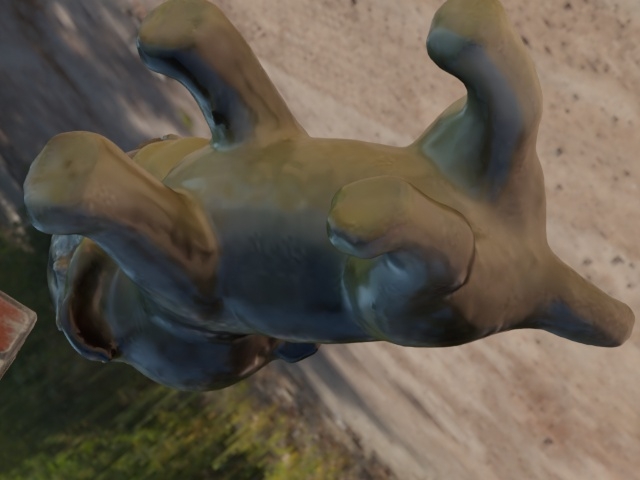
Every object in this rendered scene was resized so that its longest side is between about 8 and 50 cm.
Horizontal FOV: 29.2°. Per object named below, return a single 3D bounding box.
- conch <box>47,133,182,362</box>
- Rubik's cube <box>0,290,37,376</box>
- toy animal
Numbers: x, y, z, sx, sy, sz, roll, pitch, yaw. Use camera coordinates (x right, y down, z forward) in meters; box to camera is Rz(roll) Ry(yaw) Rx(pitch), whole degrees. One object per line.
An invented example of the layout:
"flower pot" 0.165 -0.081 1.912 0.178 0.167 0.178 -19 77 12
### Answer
"conch" -0.109 -0.005 1.023 0.210 0.291 0.159 23 133 -15
"Rubik's cube" -0.490 0.145 1.308 0.259 0.253 0.256 36 150 -9
"toy animal" -0.014 -0.008 0.471 0.233 0.121 0.169 -2 141 33
